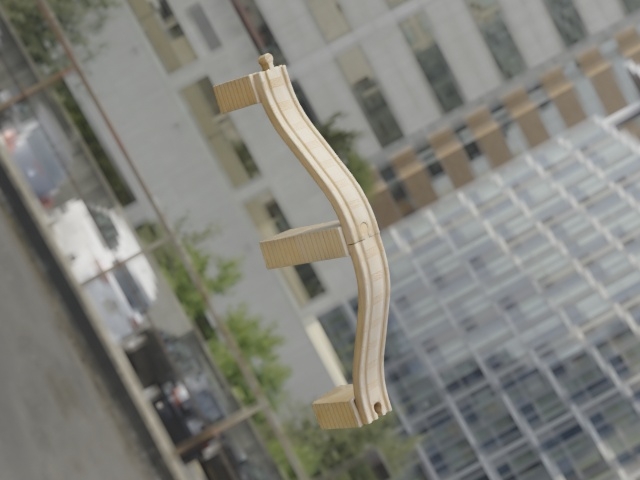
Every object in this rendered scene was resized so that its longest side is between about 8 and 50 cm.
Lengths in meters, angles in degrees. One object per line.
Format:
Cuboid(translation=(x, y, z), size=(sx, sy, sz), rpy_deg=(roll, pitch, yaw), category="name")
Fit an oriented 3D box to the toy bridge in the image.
Cuboid(translation=(0.000, 0.000, 0.712), size=(0.063, 0.026, 0.188), rpy_deg=(-10, -80, 46), category="toy bridge")
